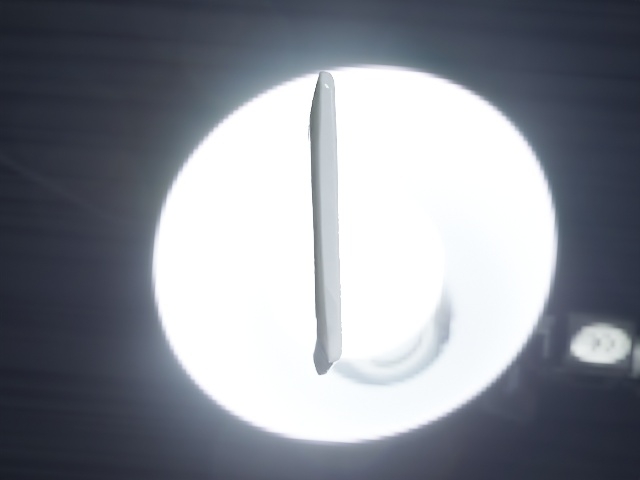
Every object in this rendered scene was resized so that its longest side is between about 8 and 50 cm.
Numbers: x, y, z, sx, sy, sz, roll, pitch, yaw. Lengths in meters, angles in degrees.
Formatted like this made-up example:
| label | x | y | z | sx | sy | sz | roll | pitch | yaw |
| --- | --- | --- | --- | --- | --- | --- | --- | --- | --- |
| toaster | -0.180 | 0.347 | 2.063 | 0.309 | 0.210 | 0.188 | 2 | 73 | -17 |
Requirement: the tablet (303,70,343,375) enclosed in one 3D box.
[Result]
| label | x | y | z | sx | sy | sz | roll | pitch | yaw |
| --- | --- | --- | --- | --- | --- | --- | --- | --- | --- |
| tablet | 0.000 | 0.000 | 0.312 | 0.083 | 0.006 | 0.054 | 98 | -10 | -83 |
